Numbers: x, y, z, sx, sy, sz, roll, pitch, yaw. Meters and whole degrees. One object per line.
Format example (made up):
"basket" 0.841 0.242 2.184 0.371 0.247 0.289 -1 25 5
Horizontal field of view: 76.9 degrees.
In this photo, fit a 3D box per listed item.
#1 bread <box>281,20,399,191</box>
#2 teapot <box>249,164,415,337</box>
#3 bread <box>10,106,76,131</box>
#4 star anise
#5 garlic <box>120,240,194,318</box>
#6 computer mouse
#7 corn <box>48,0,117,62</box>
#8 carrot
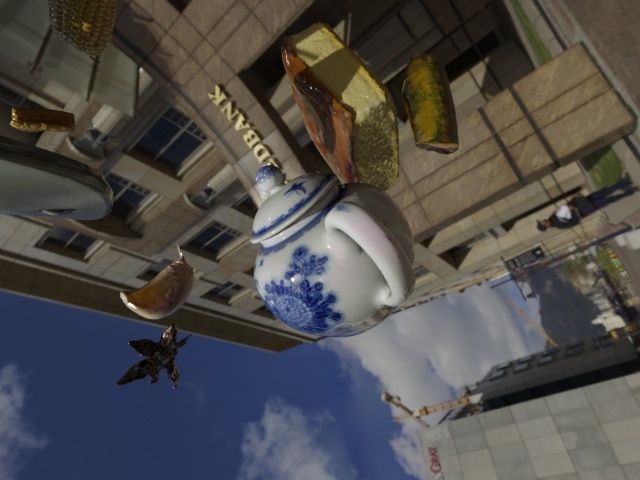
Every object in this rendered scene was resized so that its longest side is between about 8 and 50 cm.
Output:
"bread" 0.050 -0.294 0.964 0.332 0.143 0.323 59 177 31
"teapot" 0.000 0.000 0.614 0.280 0.252 0.424 52 167 -17
"bread" -0.653 -0.283 0.954 0.132 0.074 0.053 -5 -77 -35
"star anise" -0.376 0.270 0.910 0.157 0.212 0.053 1 -150 -41
"garlic" -0.389 0.111 1.019 0.128 0.198 0.090 43 166 -3
"computer mouse" -0.497 -0.087 0.607 0.331 0.197 0.094 14 -113 -27
"corn" -0.366 -0.427 0.625 0.102 0.310 0.101 18 -135 -19
"carrot" 0.180 -0.224 0.672 0.082 0.082 0.173 14 -112 -51
